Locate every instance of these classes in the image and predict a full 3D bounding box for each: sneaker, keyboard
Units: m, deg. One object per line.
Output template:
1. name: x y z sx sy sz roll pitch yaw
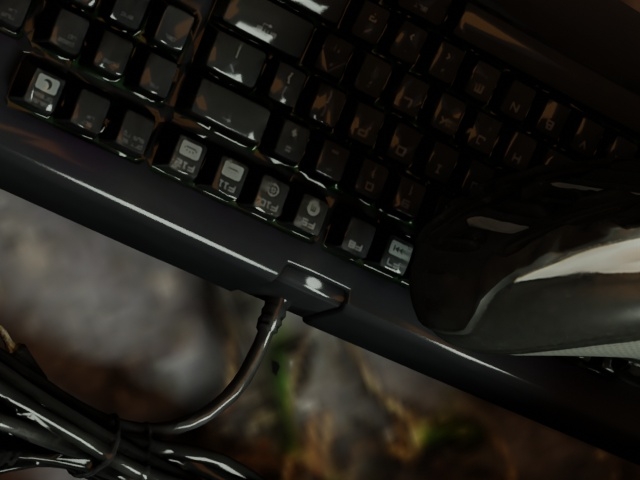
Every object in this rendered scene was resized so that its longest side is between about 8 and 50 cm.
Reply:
1. sneaker: 0.146 0.034 0.512 0.272 0.100 0.108 7 94 -29
2. keyboard: 0.000 0.000 0.503 0.317 0.033 0.201 24 87 -26
